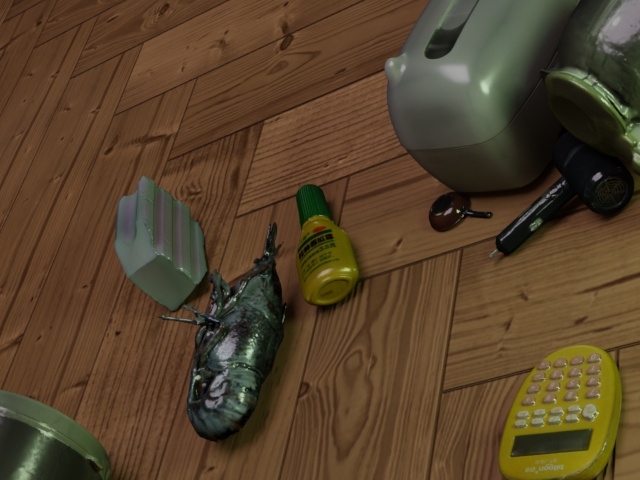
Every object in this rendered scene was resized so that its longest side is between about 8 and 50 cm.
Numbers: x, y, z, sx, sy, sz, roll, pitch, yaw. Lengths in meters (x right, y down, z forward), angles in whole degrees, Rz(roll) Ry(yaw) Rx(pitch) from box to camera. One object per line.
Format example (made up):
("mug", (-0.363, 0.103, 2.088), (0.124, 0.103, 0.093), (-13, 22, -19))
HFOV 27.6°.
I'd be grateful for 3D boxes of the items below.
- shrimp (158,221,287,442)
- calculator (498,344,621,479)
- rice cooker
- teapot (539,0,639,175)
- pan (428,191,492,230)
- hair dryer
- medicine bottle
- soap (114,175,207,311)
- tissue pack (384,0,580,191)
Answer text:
("shrimp", (-0.137, 0.120, 1.939), (0.137, 0.172, 0.372), (-27, 43, 34))
("calculator", (0.278, 0.218, 1.509), (0.146, 0.032, 0.234), (-13, 42, 39))
("rice cooker", (-0.474, 0.369, 1.925), (0.288, 0.288, 0.277), (-13, 46, 39))
("teapot", (0.434, -0.194, 1.661), (0.239, 0.321, 0.239), (-45, -1, -8))
("pan", (0.200, -0.045, 1.893), (0.115, 0.023, 0.068), (3, 54, 49))
("hair dryer", (0.309, -0.044, 1.746), (0.219, 0.071, 0.124), (-42, 33, 15))
("medicine bottle", (0.000, 0.000, 2.022), (0.095, 0.064, 0.260), (-34, 33, 15))
("soap", (-0.279, 0.007, 2.248), (0.091, 0.145, 0.230), (-42, 27, 20))
("tissue pack", (0.245, -0.255, 1.879), (0.229, 0.236, 0.333), (0, 51, 46))
